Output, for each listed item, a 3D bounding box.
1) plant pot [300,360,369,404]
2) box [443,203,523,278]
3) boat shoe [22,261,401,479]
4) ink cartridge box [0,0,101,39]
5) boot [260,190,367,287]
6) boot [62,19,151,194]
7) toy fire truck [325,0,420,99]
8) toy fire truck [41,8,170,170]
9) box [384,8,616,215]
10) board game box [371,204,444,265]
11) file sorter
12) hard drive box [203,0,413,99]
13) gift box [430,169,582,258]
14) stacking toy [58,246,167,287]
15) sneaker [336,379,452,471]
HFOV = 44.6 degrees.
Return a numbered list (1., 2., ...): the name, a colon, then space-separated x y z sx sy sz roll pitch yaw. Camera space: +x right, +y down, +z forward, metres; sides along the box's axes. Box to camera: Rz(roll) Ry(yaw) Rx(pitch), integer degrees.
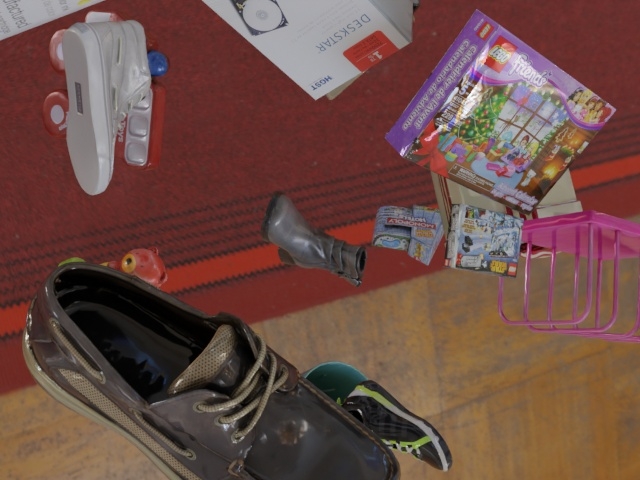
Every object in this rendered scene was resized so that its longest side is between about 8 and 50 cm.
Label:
1. plant pot: -0.021 0.465 1.939 0.293 0.235 0.293 16 64 -35
2. box: 0.243 0.002 1.155 0.137 0.027 0.094 11 86 -36
3. boat shoe: -0.094 0.133 0.648 0.355 0.130 0.132 25 56 2
4. ink cartridge box: -0.119 -0.248 0.447 0.306 0.226 0.131 -24 89 -11
5. boot: 0.000 0.000 1.809 0.338 0.222 0.118 54 56 -70
6. boot: -0.306 -0.198 1.165 0.123 0.095 0.258 -23 131 -42
7. toy fire truck: 0.044 -0.384 1.365 0.217 0.246 0.158 37 126 -15
8. toy fire truck: -0.410 -0.308 1.587 0.169 0.253 0.302 -8 109 -60
9. box: 0.253 -0.161 1.070 0.293 0.057 0.201 18 116 -40
10. board game box: 0.234 -0.020 1.997 0.194 0.194 0.060 9 123 3
11. file sorter: 0.470 0.074 1.335 0.290 0.202 0.182 11 79 -33
12. hard drive box: -0.014 -0.325 1.052 0.232 0.181 0.089 35 45 -34
13. gift box: 0.372 -0.079 1.573 0.255 0.276 0.258 -11 79 2
14. stacking toy: -0.362 0.137 1.526 0.130 0.279 0.309 -29 72 4
15. sneaker: 0.124 0.344 1.373 0.097 0.234 0.084 -38 140 -24
